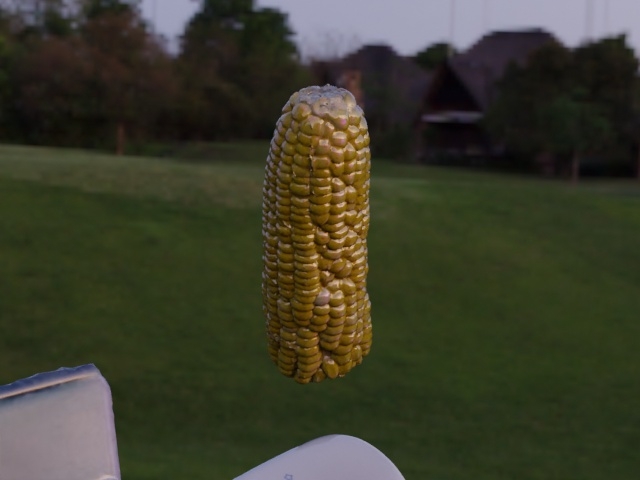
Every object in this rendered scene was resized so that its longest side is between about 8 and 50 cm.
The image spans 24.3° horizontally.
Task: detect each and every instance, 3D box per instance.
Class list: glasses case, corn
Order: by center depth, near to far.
[{"bbox_3d":[-0.040,0.196,0.936,0.233,0.059,0.092,-23,56,-35],"label":"glasses case"},{"bbox_3d":[0.000,0.000,1.248,0.101,0.291,0.101,2,37,-2],"label":"corn"}]

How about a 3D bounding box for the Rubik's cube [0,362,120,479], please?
[{"bbox_3d":[-0.230,0.259,0.724,0.387,0.368,0.358,-13,13,-32],"label":"Rubik's cube"}]
